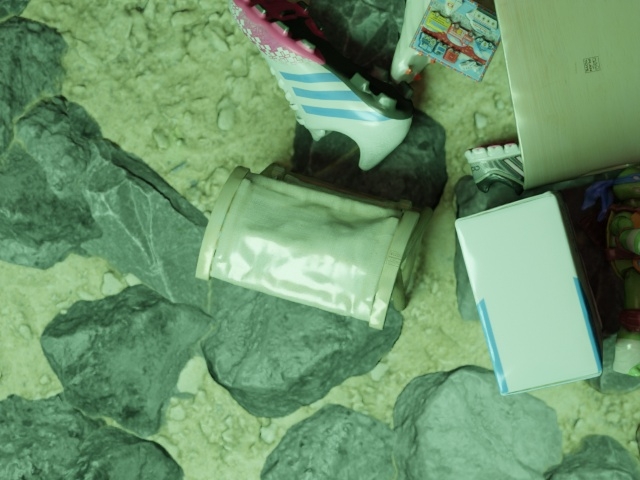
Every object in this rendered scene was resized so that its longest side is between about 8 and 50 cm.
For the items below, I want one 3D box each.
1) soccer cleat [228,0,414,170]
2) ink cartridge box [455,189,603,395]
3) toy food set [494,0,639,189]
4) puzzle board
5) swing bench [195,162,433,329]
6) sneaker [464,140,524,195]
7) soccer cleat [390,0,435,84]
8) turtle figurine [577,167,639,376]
[{"bbox_3d":[-0.020,-0.227,1.732,0.331,0.116,0.143,40,125,17],"label":"soccer cleat"},{"bbox_3d":[0.276,0.058,1.582,0.129,0.307,0.223,-16,89,13],"label":"ink cartridge box"},{"bbox_3d":[0.349,-0.234,1.616,0.220,0.092,0.306,-12,102,3],"label":"toy food set"},{"bbox_3d":[0.193,-0.285,1.698,0.128,0.011,0.096,22,98,-31],"label":"puzzle board"},{"bbox_3d":[0.000,0.000,1.660,0.253,0.255,0.165,16,94,10],"label":"swing bench"},{"bbox_3d":[0.287,-0.101,1.701,0.170,0.063,0.074,-6,98,10],"label":"sneaker"},{"bbox_3d":[0.143,-0.310,1.725,0.076,0.068,0.196,31,97,25],"label":"soccer cleat"},{"bbox_3d":[0.472,0.040,1.601,0.275,0.198,0.266,0,97,14],"label":"turtle figurine"}]
